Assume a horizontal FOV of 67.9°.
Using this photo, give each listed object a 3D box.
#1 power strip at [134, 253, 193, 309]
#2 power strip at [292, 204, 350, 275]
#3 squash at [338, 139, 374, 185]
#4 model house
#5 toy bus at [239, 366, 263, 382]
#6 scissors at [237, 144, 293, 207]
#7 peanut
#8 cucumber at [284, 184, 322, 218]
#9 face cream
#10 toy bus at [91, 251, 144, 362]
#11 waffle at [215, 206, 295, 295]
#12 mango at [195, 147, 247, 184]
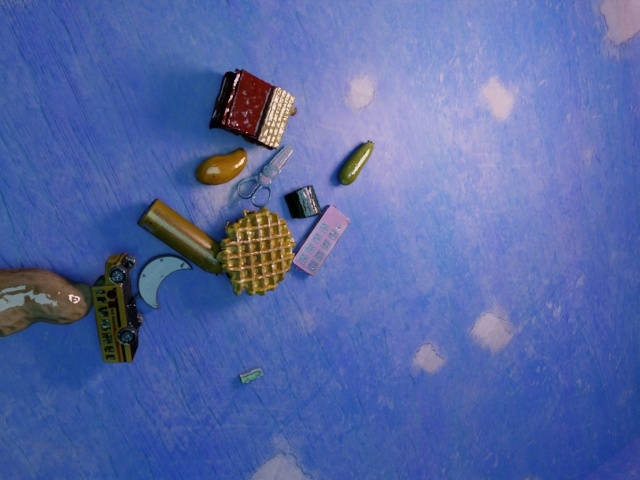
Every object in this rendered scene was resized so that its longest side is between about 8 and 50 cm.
[{"bbox_3d":[-0.532,0.133,1.560,0.137,0.044,0.216,44,81,-22],"label":"power strip"},{"bbox_3d":[0.000,0.000,1.764,0.109,0.037,0.279,36,84,-23],"label":"power strip"},{"bbox_3d":[0.135,-0.288,1.758,0.066,0.066,0.201,39,83,-23],"label":"squash"},{"bbox_3d":[-0.205,-0.413,1.545,0.253,0.160,0.196,17,91,-26],"label":"model house"},{"bbox_3d":[-0.254,0.494,1.745,0.083,0.031,0.037,-18,96,-19],"label":"toy bus"},{"bbox_3d":[-0.174,-0.232,1.640,0.125,0.030,0.256,32,74,14],"label":"scissors"},{"bbox_3d":[-0.860,0.176,1.359,0.386,0.169,0.193,0,90,-24],"label":"peanut"},{"bbox_3d":[-0.057,-0.133,1.708,0.116,0.062,0.115,-23,103,-19],"label":"cucumber"},{"bbox_3d":[-0.419,0.008,1.553,0.348,0.105,0.105,39,83,-23],"label":"face cream"},{"bbox_3d":[-0.626,0.208,1.466,0.122,0.121,0.336,-2,110,-7],"label":"toy bus"},{"bbox_3d":[-0.205,0.033,1.618,0.329,0.062,0.330,-1,91,-41],"label":"waffle"},{"bbox_3d":[-0.324,-0.239,1.571,0.190,0.075,0.098,-29,117,-23],"label":"mango"}]
